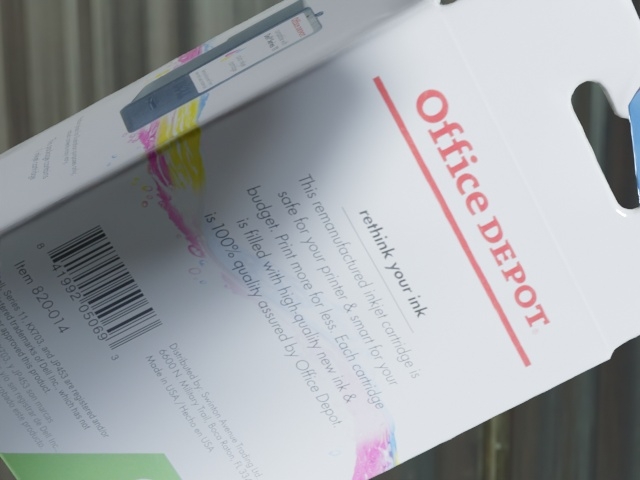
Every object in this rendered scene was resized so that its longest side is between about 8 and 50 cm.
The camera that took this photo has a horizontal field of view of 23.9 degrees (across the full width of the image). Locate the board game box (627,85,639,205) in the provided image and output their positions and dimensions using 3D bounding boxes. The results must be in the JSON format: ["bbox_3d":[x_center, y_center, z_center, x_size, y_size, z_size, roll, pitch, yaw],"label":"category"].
[{"bbox_3d":[0.154,0.013,0.489,0.133,0.169,0.033,-3,-7,-23],"label":"board game box"}]

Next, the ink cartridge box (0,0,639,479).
[{"bbox_3d":[0.000,0.000,0.739,0.353,0.207,0.119,-27,24,6],"label":"ink cartridge box"}]
